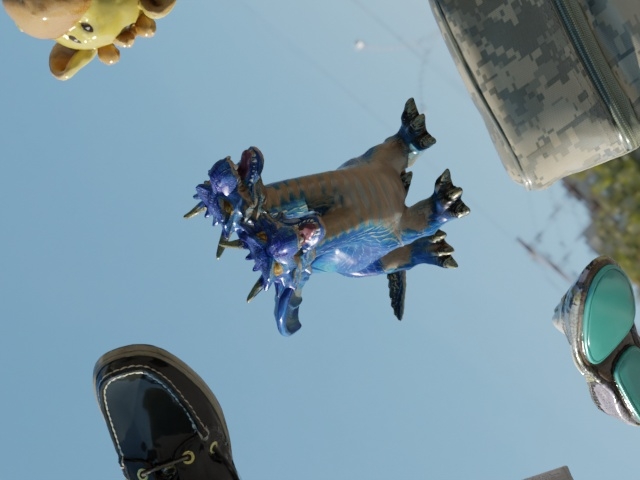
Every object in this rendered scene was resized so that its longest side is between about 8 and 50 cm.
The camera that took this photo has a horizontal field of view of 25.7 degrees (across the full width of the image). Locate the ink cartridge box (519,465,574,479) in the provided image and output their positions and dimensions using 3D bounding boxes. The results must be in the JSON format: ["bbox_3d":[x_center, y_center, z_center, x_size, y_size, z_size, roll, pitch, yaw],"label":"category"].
[{"bbox_3d":[0.086,0.224,0.943,0.097,0.207,0.046,-106,-2,-67],"label":"ink cartridge box"}]

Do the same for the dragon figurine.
[{"bbox_3d":[0.000,0.000,0.808,0.289,0.144,0.085,100,147,-75],"label":"dragon figurine"}]

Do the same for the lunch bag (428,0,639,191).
[{"bbox_3d":[0.235,-0.200,1.136,0.212,0.256,0.305,64,-167,-9],"label":"lunch bag"}]

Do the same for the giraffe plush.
[{"bbox_3d":[-0.204,-0.220,1.087,0.210,0.181,0.170,-15,-98,-28],"label":"giraffe plush"}]

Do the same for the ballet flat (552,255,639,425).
[{"bbox_3d":[0.126,0.045,0.643,0.114,0.041,0.041,59,-178,-42],"label":"ballet flat"}]

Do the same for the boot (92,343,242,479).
[{"bbox_3d":[-0.100,0.208,1.034,0.178,0.085,0.236,-100,-10,-59],"label":"boot"}]
